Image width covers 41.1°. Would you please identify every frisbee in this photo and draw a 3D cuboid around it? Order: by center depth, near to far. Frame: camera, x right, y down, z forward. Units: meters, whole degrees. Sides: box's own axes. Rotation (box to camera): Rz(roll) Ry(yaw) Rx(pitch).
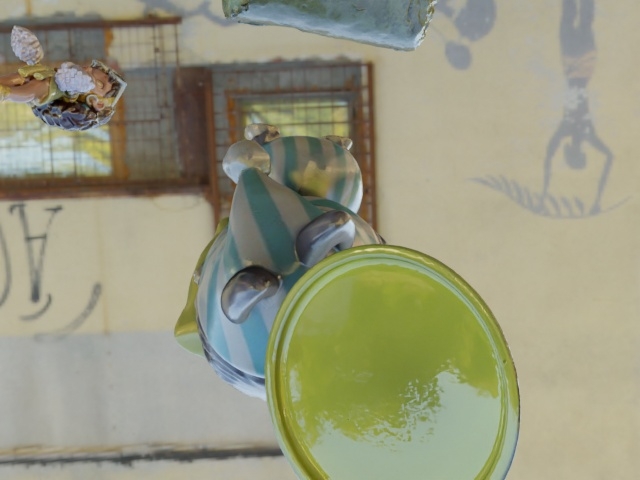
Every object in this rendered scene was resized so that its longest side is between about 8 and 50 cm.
[{"bbox_3d":[0.050,0.120,0.683,0.236,0.235,0.017,2,-178,35],"label":"frisbee"}]

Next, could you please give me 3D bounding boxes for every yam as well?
[{"bbox_3d":[0.026,-0.373,1.184,0.300,0.195,0.195,4,-177,-20],"label":"yam"}]

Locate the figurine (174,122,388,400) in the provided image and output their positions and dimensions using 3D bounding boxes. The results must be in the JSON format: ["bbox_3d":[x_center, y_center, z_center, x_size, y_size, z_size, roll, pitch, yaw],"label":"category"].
[{"bbox_3d":[0.000,0.000,0.965,0.266,0.361,0.378,7,166,-16],"label":"figurine"}]

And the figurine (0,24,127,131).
[{"bbox_3d":[-0.402,-0.232,1.292,0.175,0.115,0.240,35,-169,22],"label":"figurine"}]
